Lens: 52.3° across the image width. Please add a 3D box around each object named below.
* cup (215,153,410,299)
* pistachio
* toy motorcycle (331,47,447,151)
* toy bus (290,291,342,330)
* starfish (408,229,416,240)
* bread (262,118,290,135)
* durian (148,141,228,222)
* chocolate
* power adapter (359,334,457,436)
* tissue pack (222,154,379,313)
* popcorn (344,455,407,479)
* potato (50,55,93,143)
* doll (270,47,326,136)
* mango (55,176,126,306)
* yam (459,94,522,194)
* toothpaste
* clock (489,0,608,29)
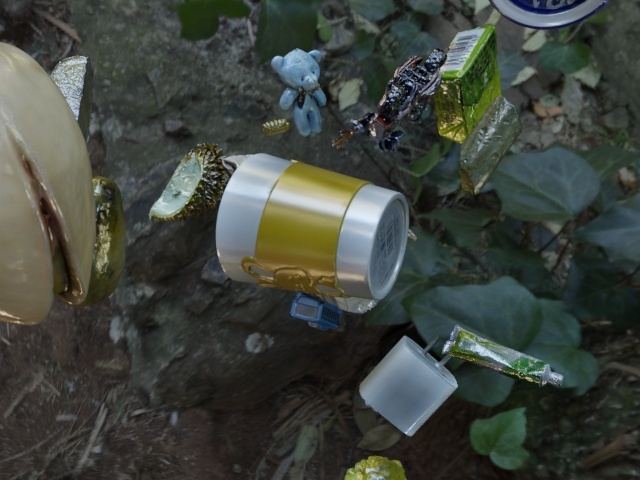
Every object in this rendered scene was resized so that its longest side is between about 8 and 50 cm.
[{"bbox_3d":[0.000,0.000,0.910,0.226,0.241,0.185,12,65,25],"label":"cup"},{"bbox_3d":[-0.327,-0.047,0.671,0.214,0.317,0.193,23,46,36],"label":"pistachio"},{"bbox_3d":[0.181,-0.320,1.614,0.134,0.207,0.401,35,53,9],"label":"toy motorcycle"},{"bbox_3d":[-0.005,0.172,1.691,0.090,0.185,0.106,8,78,20],"label":"toy bus"},{"bbox_3d":[0.143,-0.020,1.753,0.241,0.227,0.043,8,40,26],"label":"starfish"},{"bbox_3d":[-0.138,-0.351,2.018,0.088,0.049,0.033,-13,50,10],"label":"bread"},{"bbox_3d":[-0.325,-0.134,1.639,0.139,0.144,0.252,29,95,8],"label":"durian"},{"bbox_3d":[0.491,-0.520,2.194,0.137,0.288,0.300,14,55,32],"label":"chocolate"},{"bbox_3d":[0.253,0.364,1.739,0.187,0.124,0.255,39,99,-2],"label":"power adapter"},{"bbox_3d":[-0.033,-0.012,1.489,0.376,0.390,0.195,18,56,29],"label":"tissue pack"},{"bbox_3d":[0.151,0.724,1.774,0.233,0.192,0.265,11,68,-42],"label":"popcorn"},{"bbox_3d":[-0.651,-0.349,1.700,0.098,0.138,0.243,5,76,-7],"label":"potato"},{"bbox_3d":[-0.032,-0.312,1.370,0.120,0.075,0.179,-20,99,-31],"label":"doll"},{"bbox_3d":[-0.505,0.001,1.414,0.176,0.329,0.177,-11,35,-40],"label":"mango"},{"bbox_3d":[0.253,-0.145,1.002,0.070,0.069,0.146,32,99,-9],"label":"yam"},{"bbox_3d":[0.379,0.247,1.360,0.248,0.046,0.078,18,62,30],"label":"toothpaste"},{"bbox_3d":[0.369,-0.460,1.037,0.230,0.230,0.083,34,37,-8],"label":"clock"}]
